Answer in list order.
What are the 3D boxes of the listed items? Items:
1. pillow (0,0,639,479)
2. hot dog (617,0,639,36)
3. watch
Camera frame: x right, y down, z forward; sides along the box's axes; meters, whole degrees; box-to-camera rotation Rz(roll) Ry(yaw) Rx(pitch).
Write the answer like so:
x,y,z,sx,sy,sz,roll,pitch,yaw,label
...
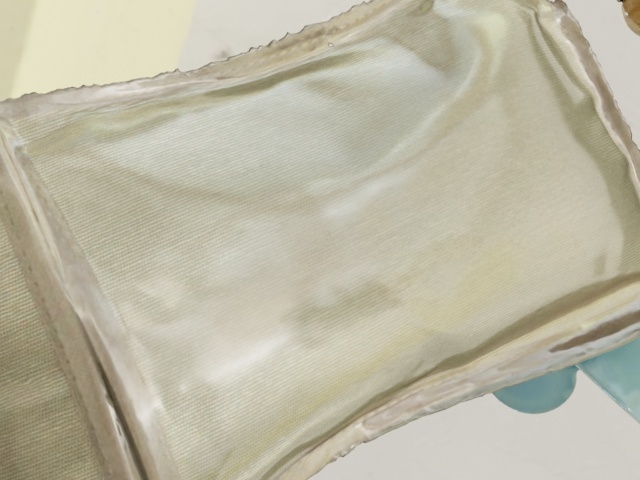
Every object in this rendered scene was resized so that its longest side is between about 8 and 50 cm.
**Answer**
x,y,z,sx,sy,sz,roll,pitch,yaw,label
0.000,0.000,0.354,0.038,0.233,0.130,-25,-90,63,pillow
0.312,-0.156,0.971,0.188,0.072,0.055,23,-42,2,hot dog
0.207,0.050,1.005,0.211,0.193,0.211,-1,-78,-7,watch
